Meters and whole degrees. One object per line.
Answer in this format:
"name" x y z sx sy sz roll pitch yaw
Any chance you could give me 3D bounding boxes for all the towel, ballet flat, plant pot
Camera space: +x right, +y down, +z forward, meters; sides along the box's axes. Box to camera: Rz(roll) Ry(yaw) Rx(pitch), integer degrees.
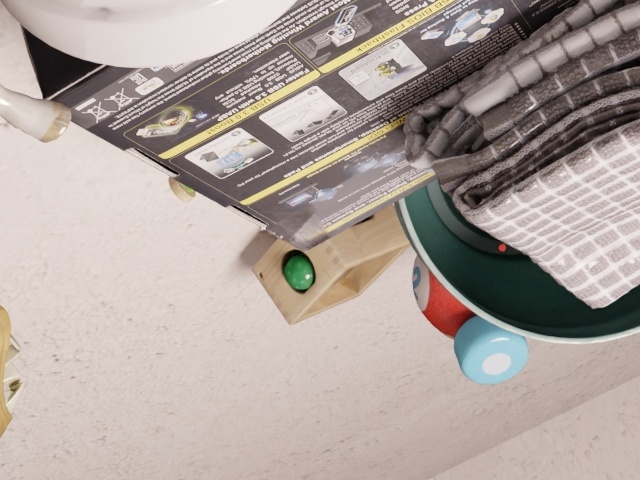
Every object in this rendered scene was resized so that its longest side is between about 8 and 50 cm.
"towel" 0.222 -0.076 0.742 0.283 0.121 0.235 -31 155 22
"ballet flat" -0.307 0.130 1.096 0.073 0.080 0.232 -34 163 -25
"plant pot" 0.187 -0.067 1.008 0.293 0.293 0.196 -25 -176 -7

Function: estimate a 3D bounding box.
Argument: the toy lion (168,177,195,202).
"toy lion" -0.112 -0.082 0.861 0.034 0.096 0.100 -35 -164 18

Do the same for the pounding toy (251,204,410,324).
"pounding toy" 0.000 0.000 1.155 0.141 0.100 0.130 -20 159 -45

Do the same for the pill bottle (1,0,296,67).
"pill bottle" -0.089 -0.228 0.398 0.210 0.210 0.363 -25 157 -6

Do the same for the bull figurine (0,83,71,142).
"bull figurine" -0.242 -0.069 0.556 0.310 0.101 0.188 7 162 29

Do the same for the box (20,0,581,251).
"box" 0.072 -0.152 0.715 0.395 0.097 0.318 -29 153 17

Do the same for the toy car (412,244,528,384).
"toy car" 0.154 -0.024 1.186 0.210 0.219 0.238 -32 128 14
